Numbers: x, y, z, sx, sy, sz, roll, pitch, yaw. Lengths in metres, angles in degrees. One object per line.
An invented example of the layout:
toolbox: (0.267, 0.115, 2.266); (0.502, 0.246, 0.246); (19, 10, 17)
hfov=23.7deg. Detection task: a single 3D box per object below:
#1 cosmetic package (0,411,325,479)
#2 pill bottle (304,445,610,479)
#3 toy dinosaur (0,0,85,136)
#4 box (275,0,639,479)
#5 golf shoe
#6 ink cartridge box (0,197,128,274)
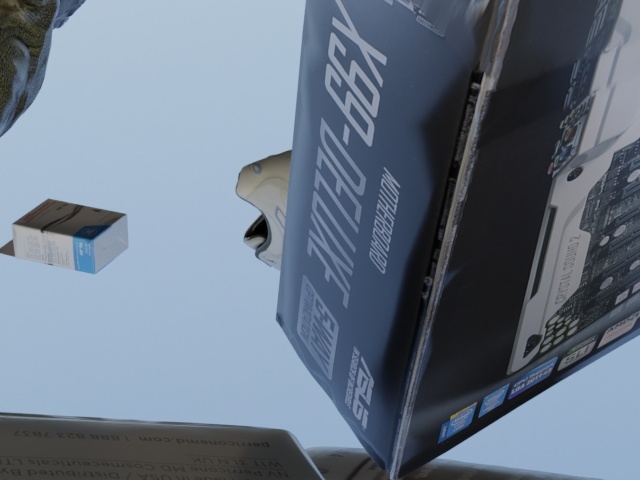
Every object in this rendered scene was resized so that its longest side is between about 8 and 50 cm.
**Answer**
cosmetic package: (-0.036, 0.214, 0.327); (0.156, 0.217, 0.385); (5, -159, -25)
pill bottle: (0.142, 0.212, 0.696); (0.361, 0.204, 0.204); (3, -150, 24)
toy dinosaur: (-0.103, -0.028, 0.298); (0.064, 0.118, 0.268); (13, -127, 16)
box: (0.138, -0.080, 0.459); (0.307, 0.242, 0.076); (-26, -119, -22)
golf shoe: (0.000, 0.000, 0.900); (0.086, 0.176, 0.069); (-2, -126, 11)
ink cartridge box: (-0.183, -0.005, 1.070); (0.083, 0.028, 0.048); (10, -153, 21)
